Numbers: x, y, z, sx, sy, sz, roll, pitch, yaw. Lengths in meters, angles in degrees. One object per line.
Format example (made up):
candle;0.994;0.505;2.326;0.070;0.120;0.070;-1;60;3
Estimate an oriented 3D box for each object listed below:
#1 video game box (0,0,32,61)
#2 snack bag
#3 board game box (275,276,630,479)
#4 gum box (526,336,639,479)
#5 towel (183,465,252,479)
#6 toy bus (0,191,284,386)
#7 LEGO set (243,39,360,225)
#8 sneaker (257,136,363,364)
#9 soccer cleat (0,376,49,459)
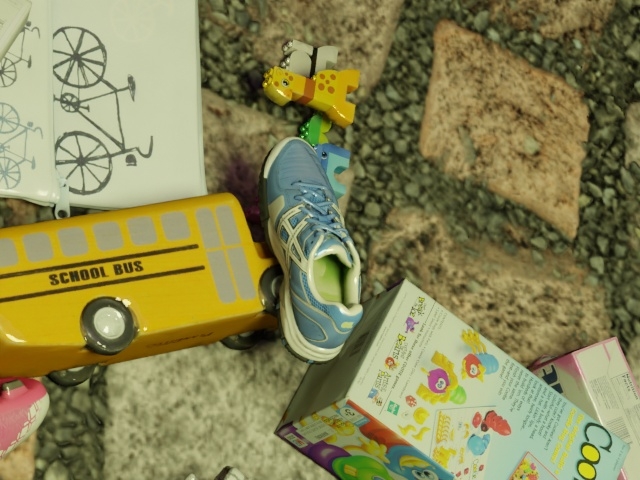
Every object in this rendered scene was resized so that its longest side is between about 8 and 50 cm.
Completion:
video game box;-0.381;-0.167;1.727;0.187;0.048;0.205;31;67;-4
snack bag;-0.253;-0.177;1.848;0.342;0.037;0.323;8;68;-27
board game box;0.124;0.186;1.862;0.275;0.142;0.144;37;58;-13
gum box;0.271;0.193;1.964;0.062;0.107;0.188;-17;81;-33
towel;-0.096;0.363;1.688;0.235;0.121;0.284;42;58;-8
toy bus;-0.161;0.042;1.775;0.332;0.108;0.130;-10;75;-32
LEGO set;-0.024;-0.113;1.924;0.093;0.087;0.227;19;62;-23
sneaker;0.000;0.000;1.768;0.080;0.081;0.211;1;65;-30
soccer cleat;-0.360;0.209;1.612;0.331;0.116;0.143;-20;106;-36
